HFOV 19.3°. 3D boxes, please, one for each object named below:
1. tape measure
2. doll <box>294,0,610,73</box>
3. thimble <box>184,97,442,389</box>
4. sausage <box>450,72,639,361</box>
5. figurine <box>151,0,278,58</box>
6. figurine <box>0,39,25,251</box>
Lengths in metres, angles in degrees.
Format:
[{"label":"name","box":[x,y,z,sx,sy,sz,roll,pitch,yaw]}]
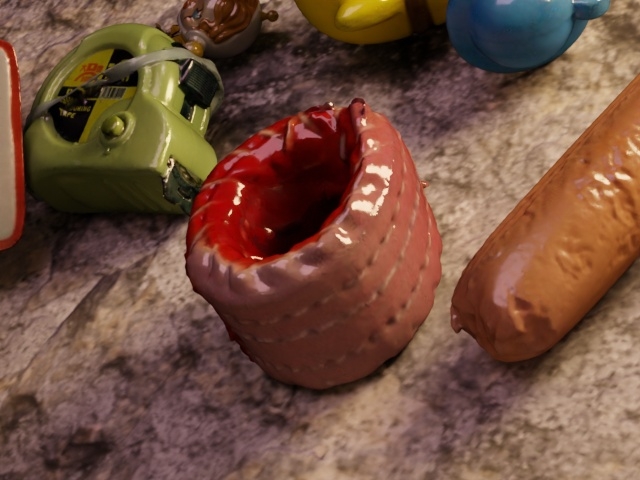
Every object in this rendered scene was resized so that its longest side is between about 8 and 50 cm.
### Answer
[{"label":"tape measure","box":[-0.169,-0.098,1.612,0.200,0.106,0.175,-4,60,38]},{"label":"doll","box":[0.087,-0.230,1.548,0.363,0.145,0.199,20,55,40]},{"label":"thimble","box":[-0.005,0.005,1.349,0.163,0.125,0.189,-7,43,29]},{"label":"sausage","box":[0.196,-0.032,1.278,0.289,0.086,0.086,-48,39,-18]},{"label":"figurine","box":[-0.112,-0.184,1.709,0.143,0.068,0.101,-41,31,9]},{"label":"figurine","box":[-0.354,-0.068,1.673,0.160,0.183,0.226,-1,-5,-14]}]
